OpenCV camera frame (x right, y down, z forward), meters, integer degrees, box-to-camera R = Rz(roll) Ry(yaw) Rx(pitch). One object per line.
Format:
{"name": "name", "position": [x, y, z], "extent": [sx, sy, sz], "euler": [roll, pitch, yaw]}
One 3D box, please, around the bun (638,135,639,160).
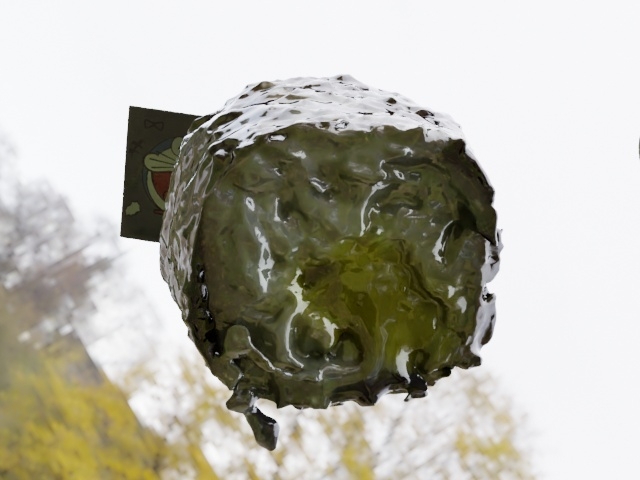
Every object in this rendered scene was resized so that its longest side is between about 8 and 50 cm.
{"name": "bun", "position": [0.239, -0.076, 0.899], "extent": [0.083, 0.141, 0.141], "euler": [47, -18, 4]}

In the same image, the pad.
{"name": "pad", "position": [-0.113, -0.065, 1.840], "extent": [0.006, 0.245, 0.170], "euler": [-67, 165, -70]}

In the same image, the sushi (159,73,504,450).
{"name": "sushi", "position": [0.000, -0.001, 1.430], "extent": [0.294, 0.299, 0.281], "euler": [-121, -163, -71]}
